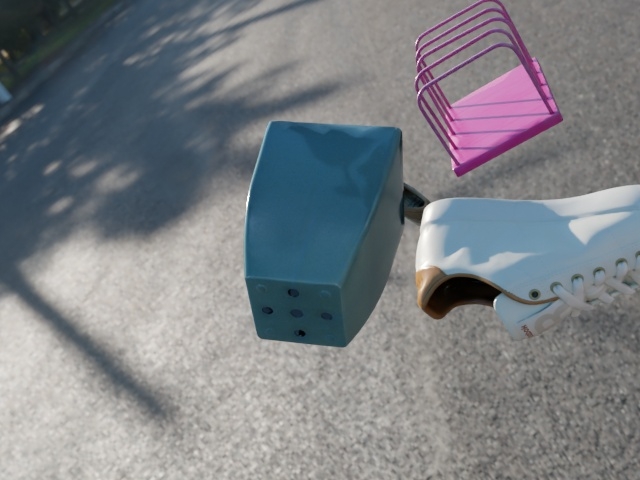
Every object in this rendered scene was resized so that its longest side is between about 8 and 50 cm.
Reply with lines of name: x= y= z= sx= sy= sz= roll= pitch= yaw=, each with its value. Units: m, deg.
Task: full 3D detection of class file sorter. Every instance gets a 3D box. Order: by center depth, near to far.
file sorter: x=0.285 y=-0.292 z=1.566 sx=0.202 sy=0.182 sz=0.290 roll=-28 pitch=24 yaw=20

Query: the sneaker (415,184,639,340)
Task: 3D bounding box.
sneaker: x=0.215 y=0.030 z=0.711 sx=0.290 sy=0.106 sz=0.123 roll=-3 pitch=61 yaw=32

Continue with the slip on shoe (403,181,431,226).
slip on shoe: x=0.102 y=-0.067 z=1.223 sx=0.135 sy=0.041 sz=0.051 roll=37 pitch=79 yaw=30

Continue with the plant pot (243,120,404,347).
plant pot: x=0.000 y=0.000 z=1.007 sx=0.166 sy=0.165 sz=0.234 roll=4 pitch=45 yaw=12
